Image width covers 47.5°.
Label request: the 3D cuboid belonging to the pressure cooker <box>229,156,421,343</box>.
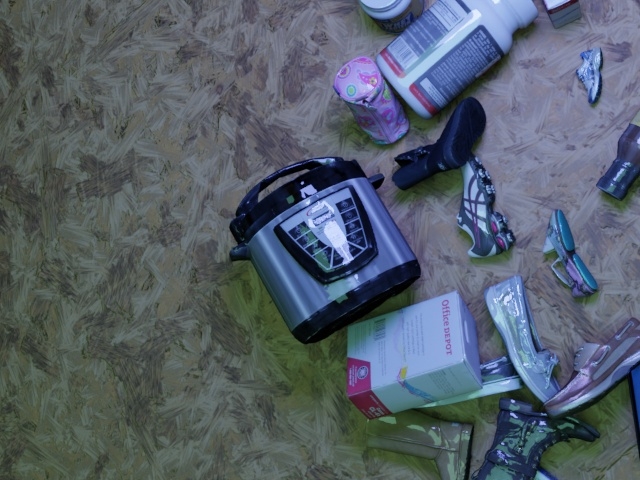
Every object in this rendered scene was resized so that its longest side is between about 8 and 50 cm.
[{"bbox_3d":[-0.002,0.003,1.803,0.375,0.370,0.420,-37,76,33],"label":"pressure cooker"}]

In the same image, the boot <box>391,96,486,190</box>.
[{"bbox_3d":[0.291,-0.243,1.829,0.207,0.246,0.094,-18,125,46],"label":"boot"}]

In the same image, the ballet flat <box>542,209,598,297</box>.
[{"bbox_3d":[0.585,0.037,1.749,0.079,0.077,0.221,-30,80,37],"label":"ballet flat"}]

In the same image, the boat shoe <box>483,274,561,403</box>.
[{"bbox_3d":[0.504,0.243,1.750,0.103,0.118,0.320,-29,73,22],"label":"boat shoe"}]

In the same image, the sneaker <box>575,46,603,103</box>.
[{"bbox_3d":[0.644,-0.393,1.744,0.058,0.052,0.135,1,82,30],"label":"sneaker"}]

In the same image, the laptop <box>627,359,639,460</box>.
[{"bbox_3d":[0.818,0.342,1.586,0.264,0.136,0.234,-9,108,20],"label":"laptop"}]

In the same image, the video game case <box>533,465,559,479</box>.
[{"bbox_3d":[0.509,0.684,1.769,0.269,0.061,0.244,36,99,17],"label":"video game case"}]

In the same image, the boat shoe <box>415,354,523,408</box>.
[{"bbox_3d":[0.341,0.347,1.809,0.306,0.113,0.105,-16,78,16],"label":"boat shoe"}]

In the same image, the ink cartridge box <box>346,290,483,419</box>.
[{"bbox_3d":[0.224,0.282,1.777,0.306,0.131,0.226,-19,38,22],"label":"ink cartridge box"}]

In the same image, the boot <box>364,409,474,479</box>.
[{"bbox_3d":[0.246,0.544,1.860,0.269,0.089,0.236,8,89,23],"label":"boot"}]

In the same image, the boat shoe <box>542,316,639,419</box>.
[{"bbox_3d":[0.637,0.294,1.677,0.324,0.123,0.116,-31,63,-9],"label":"boat shoe"}]

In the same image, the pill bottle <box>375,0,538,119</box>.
[{"bbox_3d":[0.331,-0.484,1.768,0.363,0.210,0.210,-39,77,15],"label":"pill bottle"}]

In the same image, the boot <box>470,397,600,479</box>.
[{"bbox_3d":[0.507,0.511,1.719,0.263,0.091,0.229,13,77,15],"label":"boot"}]

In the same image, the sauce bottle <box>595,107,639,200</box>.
[{"bbox_3d":[0.762,-0.251,1.664,0.111,0.111,0.344,36,103,17],"label":"sauce bottle"}]

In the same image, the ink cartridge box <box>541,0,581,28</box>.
[{"bbox_3d":[0.552,-0.587,1.707,0.072,0.175,0.127,-24,81,21],"label":"ink cartridge box"}]

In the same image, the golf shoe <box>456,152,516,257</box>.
[{"bbox_3d":[0.382,-0.089,1.805,0.120,0.105,0.273,-22,82,26],"label":"golf shoe"}]

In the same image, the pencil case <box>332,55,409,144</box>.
[{"bbox_3d":[0.130,-0.337,1.800,0.124,0.284,0.124,-6,72,19],"label":"pencil case"}]

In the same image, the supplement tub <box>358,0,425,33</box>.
[{"bbox_3d":[0.176,-0.615,1.831,0.144,0.199,0.144,0,90,20],"label":"supplement tub"}]
